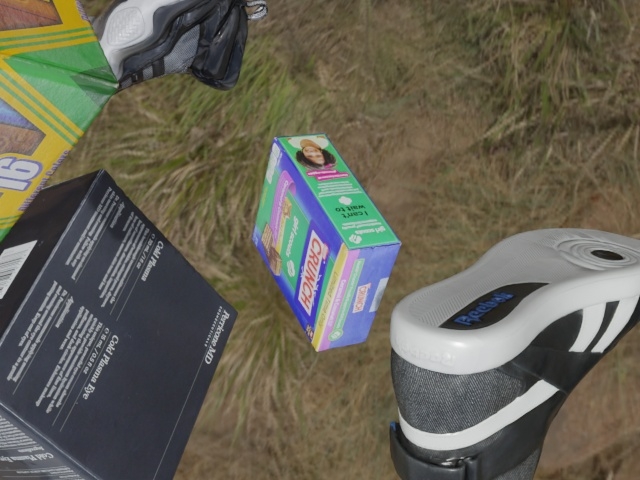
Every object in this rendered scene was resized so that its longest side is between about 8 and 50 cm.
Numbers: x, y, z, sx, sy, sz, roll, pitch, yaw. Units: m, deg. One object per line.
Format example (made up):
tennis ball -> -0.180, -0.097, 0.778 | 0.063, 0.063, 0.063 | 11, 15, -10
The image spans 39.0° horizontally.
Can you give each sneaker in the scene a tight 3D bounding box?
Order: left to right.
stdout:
sneaker -> -0.177, -0.187, 0.937 | 0.268, 0.101, 0.153 | -36, 145, 20
sneaker -> 0.108, 0.069, 0.481 | 0.079, 0.217, 0.121 | 21, 116, 41

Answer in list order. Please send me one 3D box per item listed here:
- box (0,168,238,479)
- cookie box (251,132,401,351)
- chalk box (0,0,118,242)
box -> -0.311, 0.145, 1.184 | 0.179, 0.343, 0.312 | -13, 131, 34
cookie box -> 0.000, 0.000, 0.573 | 0.040, 0.107, 0.092 | -10, 138, -27
chalk box -> -0.221, -0.087, 0.374 | 0.132, 0.213, 0.132 | -43, 60, 28
